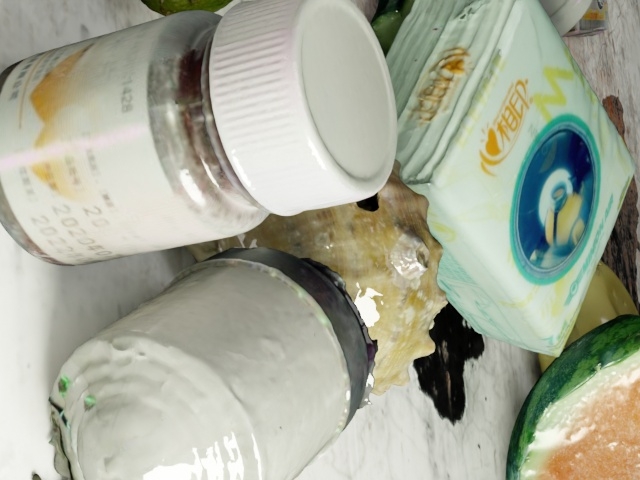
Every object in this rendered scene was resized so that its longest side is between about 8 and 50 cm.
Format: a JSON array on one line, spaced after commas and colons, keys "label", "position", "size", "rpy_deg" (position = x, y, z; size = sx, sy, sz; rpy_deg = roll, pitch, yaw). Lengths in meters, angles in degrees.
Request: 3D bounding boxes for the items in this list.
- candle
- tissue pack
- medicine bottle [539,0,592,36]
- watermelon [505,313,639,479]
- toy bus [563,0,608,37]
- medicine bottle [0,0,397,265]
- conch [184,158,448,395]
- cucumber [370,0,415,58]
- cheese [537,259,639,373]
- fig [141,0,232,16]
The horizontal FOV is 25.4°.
[{"label": "candle", "position": [-0.098, 0.134, 1.038], "size": [0.330, 0.187, 0.187], "rpy_deg": [-38, 114, -58]}, {"label": "tissue pack", "position": [0.203, -0.084, 1.623], "size": [0.388, 0.162, 0.287], "rpy_deg": [46, 63, -47]}, {"label": "medicine bottle", "position": [0.185, -0.389, 1.701], "size": [0.325, 0.212, 0.212], "rpy_deg": [44, 44, -48]}, {"label": "watermelon", "position": [0.307, 0.256, 1.695], "size": [0.222, 0.319, 0.292], "rpy_deg": [-27, 105, -23]}, {"label": "toy bus", "position": [0.414, -0.361, 2.272], "size": [0.172, 0.057, 0.072], "rpy_deg": [-19, 103, -60]}, {"label": "medicine bottle", "position": [-0.097, -0.080, 1.017], "size": [0.165, 0.273, 0.165], "rpy_deg": [30, 54, -53]}, {"label": "conch", "position": [0.010, -0.004, 1.306], "size": [0.324, 0.186, 0.263], "rpy_deg": [38, 31, -52]}, {"label": "cucumber", "position": [0.098, -0.250, 1.650], "size": [0.116, 0.062, 0.115], "rpy_deg": [62, 34, -36]}, {"label": "cheese", "position": [0.382, 0.157, 1.973], "size": [0.260, 0.128, 0.316], "rpy_deg": [-80, 152, -46]}, {"label": "fig", "position": [-0.118, -0.255, 1.238], "size": [0.156, 0.123, 0.123], "rpy_deg": [-146, -142, -76]}]
